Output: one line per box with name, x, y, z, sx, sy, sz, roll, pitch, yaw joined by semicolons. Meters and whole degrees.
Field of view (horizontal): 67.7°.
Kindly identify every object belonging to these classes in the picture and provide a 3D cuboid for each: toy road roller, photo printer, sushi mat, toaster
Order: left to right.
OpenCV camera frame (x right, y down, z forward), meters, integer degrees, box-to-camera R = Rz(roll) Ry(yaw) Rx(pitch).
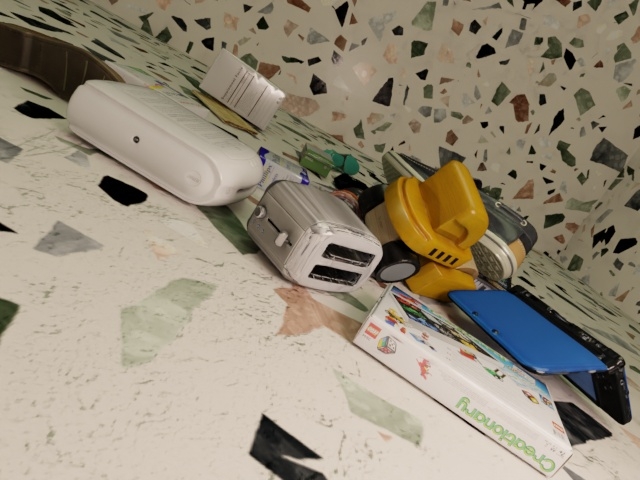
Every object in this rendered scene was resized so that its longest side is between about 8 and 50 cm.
photo printer;-0.257;-0.173;0.885;0.307;0.107;0.256;31;17;1
sushi mat;-0.357;-0.475;1.763;0.151;0.019;0.316;14;23;-46
toaster;0.000;0.000;0.789;0.227;0.129;0.146;17;25;-44
toy road roller;0.255;-0.022;1.002;0.329;0.240;0.203;21;48;-39

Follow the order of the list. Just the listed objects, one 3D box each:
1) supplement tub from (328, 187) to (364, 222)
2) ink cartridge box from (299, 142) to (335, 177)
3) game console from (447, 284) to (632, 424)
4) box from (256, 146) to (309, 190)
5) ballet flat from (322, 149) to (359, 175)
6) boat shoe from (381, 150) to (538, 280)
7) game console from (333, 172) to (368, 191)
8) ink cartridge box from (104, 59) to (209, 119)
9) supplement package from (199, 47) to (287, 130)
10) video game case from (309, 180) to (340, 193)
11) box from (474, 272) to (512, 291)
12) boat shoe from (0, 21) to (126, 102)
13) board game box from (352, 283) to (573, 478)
supplement tub;0.056;-0.069;1.120;0.106;0.106;0.198;33;17;10
ink cartridge box;-0.015;-0.284;1.712;0.109;0.062;0.209;26;17;-13
game console;0.418;0.221;0.939;0.250;0.173;0.293;65;-4;-26
box;-0.104;-0.160;1.175;0.137;0.072;0.126;25;16;-14
ballet flat;0.073;-0.328;1.973;0.087;0.083;0.247;23;9;31
boat shoe;0.348;-0.096;1.266;0.500;0.156;0.187;45;-16;37
game console;0.214;-0.131;1.694;0.361;0.044;0.213;25;19;-15
ink cartridge box;-0.394;-0.325;1.130;0.212;0.093;0.154;33;16;3
supplement package;-0.305;-0.599;1.888;0.293;0.175;0.177;32;13;-20
video game case;0.086;-0.124;1.424;0.183;0.023;0.201;29;13;38
box;0.384;0.071;1.327;0.295;0.073;0.293;33;18;15
boat shoe;-0.522;-0.359;0.977;0.307;0.111;0.104;28;17;-7
board game box;0.205;0.186;0.710;0.305;0.053;0.193;33;16;10
